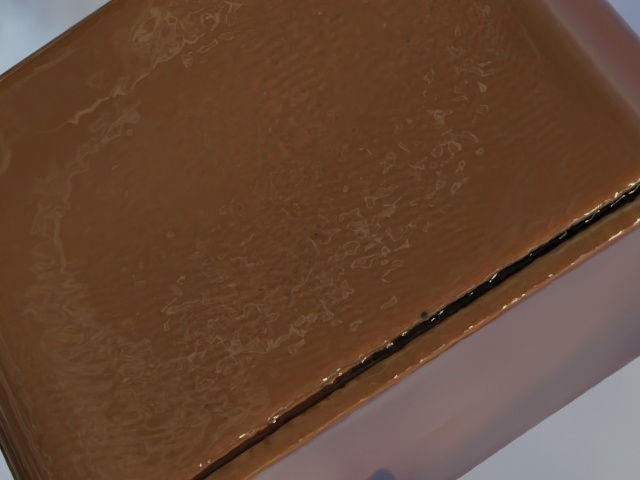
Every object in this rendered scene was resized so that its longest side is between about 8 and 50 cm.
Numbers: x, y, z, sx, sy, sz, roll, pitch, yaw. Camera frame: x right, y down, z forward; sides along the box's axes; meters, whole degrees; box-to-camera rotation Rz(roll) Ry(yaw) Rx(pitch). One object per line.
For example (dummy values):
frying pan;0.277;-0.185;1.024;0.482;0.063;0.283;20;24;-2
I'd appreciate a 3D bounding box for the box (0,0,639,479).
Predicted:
box;0.000;0.000;0.767;0.229;0.339;0.239;57;2;22
